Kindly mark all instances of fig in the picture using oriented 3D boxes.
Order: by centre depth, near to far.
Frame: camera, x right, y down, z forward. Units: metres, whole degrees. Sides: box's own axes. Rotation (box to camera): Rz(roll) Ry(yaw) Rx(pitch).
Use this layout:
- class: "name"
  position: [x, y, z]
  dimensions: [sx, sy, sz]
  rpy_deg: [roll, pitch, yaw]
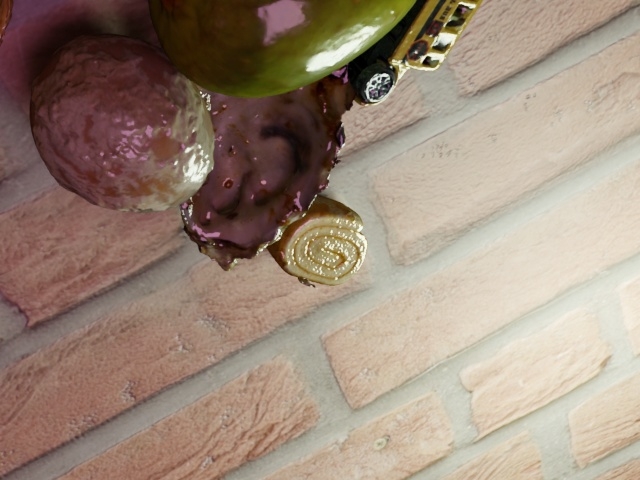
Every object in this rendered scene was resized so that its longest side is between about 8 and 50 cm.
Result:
- class: "fig"
  position: [-0.032, -0.302, 1.763]
  dimensions: [0.326, 0.258, 0.258]
  rpy_deg: [-18, 134, -24]

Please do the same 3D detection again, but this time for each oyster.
- class: "oyster"
  position: [-0.068, -0.113, 1.986]
  dimensions: [0.221, 0.096, 0.361]
  rpy_deg: [4, 126, 4]

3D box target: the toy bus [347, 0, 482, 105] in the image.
- class: "toy bus"
  position: [0.135, -0.321, 1.922]
  dimensions: [0.123, 0.121, 0.335]
  rpy_deg: [11, 121, -43]

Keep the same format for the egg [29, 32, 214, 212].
- class: "egg"
  position: [-0.230, -0.135, 1.825]
  dimensions: [0.203, 0.203, 0.245]
  rpy_deg: [-42, 123, 10]

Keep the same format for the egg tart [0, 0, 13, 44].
- class: "egg tart"
  position: [-0.484, -0.232, 1.662]
  dimensions: [0.341, 0.129, 0.341]
  rpy_deg: [-13, 131, -16]

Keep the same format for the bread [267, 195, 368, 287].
- class: "bread"
  position: [0.000, 0.000, 2.152]
  dimensions: [0.149, 0.073, 0.122]
  rpy_deg: [15, 117, -36]
